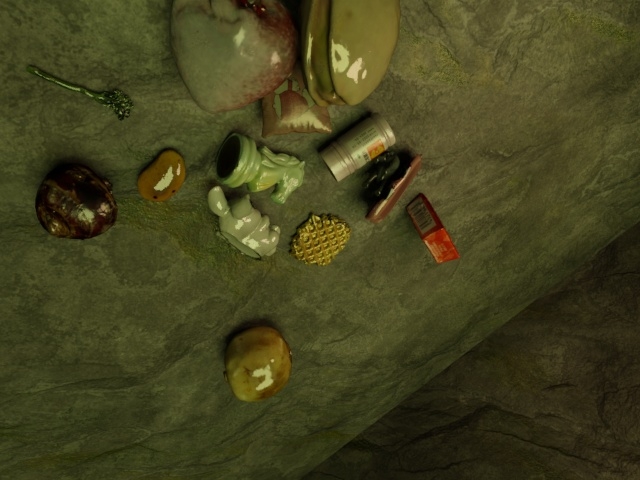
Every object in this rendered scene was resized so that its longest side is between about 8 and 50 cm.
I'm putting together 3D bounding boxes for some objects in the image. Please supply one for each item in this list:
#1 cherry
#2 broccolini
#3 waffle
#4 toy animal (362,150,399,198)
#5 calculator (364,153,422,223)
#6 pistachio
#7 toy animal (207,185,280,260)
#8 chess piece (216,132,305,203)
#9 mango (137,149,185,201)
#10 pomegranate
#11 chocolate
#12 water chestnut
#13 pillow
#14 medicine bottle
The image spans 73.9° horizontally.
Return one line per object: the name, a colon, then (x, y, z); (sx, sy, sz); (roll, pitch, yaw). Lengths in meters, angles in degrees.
cherry: (-0.233, -0.503, 1.075); (0.334, 0.291, 0.326); (-21, 139, 24)
broccolini: (-0.627, -0.395, 1.127); (0.254, 0.057, 0.071); (15, 75, -38)
waffle: (0.001, 0.001, 1.751); (0.245, 0.052, 0.254); (20, 116, -35)
toy animal: (0.227, -0.228, 1.623); (0.137, 0.082, 0.270); (-40, 155, -37)
calculator: (0.297, -0.199, 1.658); (0.330, 0.048, 0.220); (-53, 166, 7)
pistachio: (0.067, -0.553, 1.123); (0.281, 0.446, 0.365); (8, 152, 17)
toy animal: (-0.263, -0.054, 1.483); (0.325, 0.208, 0.154); (72, 36, -62)
chess piece: (-0.180, -0.226, 1.409); (0.298, 0.176, 0.176); (15, 118, -40)
mango: (-0.490, -0.196, 1.330); (0.178, 0.090, 0.115); (-45, 125, 2)
pomegranate: (-0.281, 0.549, 1.892); (0.332, 0.333, 0.333); (-13, 130, -16)
chocolate: (0.479, -0.043, 1.828); (0.108, 0.237, 0.235); (-31, 135, 14)
water chestnut: (-0.688, -0.115, 1.224); (0.238, 0.223, 0.224); (-38, 147, -48)
pillow: (-0.084, -0.434, 1.296); (0.223, 0.084, 0.236); (-8, 101, -5)
medicine bottle: (0.127, -0.327, 1.496); (0.249, 0.133, 0.133); (-33, 133, 2)
